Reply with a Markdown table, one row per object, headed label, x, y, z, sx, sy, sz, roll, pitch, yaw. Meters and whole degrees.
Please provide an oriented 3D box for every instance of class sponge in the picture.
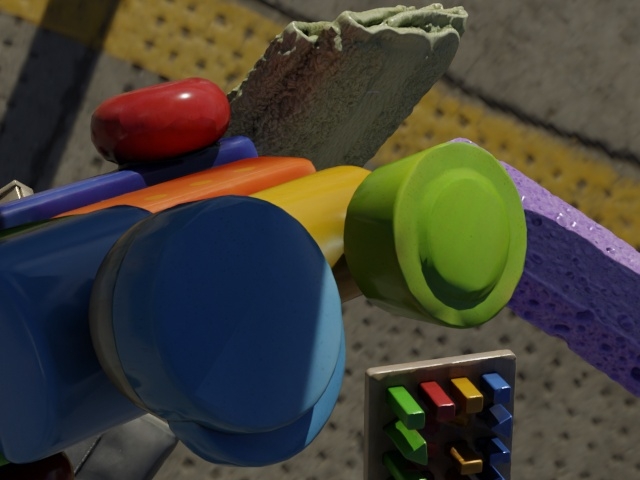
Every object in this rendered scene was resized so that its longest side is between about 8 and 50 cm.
| label | x | y | z | sx | sy | sz | roll | pitch | yaw |
| --- | --- | --- | --- | --- | --- | --- | --- | --- | --- |
| sponge | 0.140 | 0.011 | 1.073 | 0.210 | 0.031 | 0.117 | 34 | 31 | 19 |

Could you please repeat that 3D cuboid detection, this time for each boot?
| label | x | y | z | sx | sy | sz | roll | pitch | yaw |
| --- | --- | --- | --- | --- | --- | --- | --- | --- | --- |
| boot | -0.163 | 0.215 | 1.183 | 0.190 | 0.076 | 0.208 | 36 | 74 | 17 |

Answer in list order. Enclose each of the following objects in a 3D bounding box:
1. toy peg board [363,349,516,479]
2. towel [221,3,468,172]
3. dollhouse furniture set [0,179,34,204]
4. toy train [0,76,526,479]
| label | x | y | z | sx | sy | sz | roll | pitch | yaw |
| --- | --- | --- | --- | --- | --- | --- | --- | --- | --- |
| toy peg board | 0.132 | 0.208 | 1.739 | 0.161 | 0.079 | 0.161 | -6 | 113 | -16 |
| towel | -0.013 | -0.028 | 0.602 | 0.027 | 0.148 | 0.110 | 51 | 28 | 14 |
| dollhouse furniture set | -0.343 | 0.047 | 1.626 | 0.161 | 0.101 | 0.182 | -32 | 59 | 16 |
| toy train | 0.000 | 0.000 | 0.478 | 0.248 | 0.143 | 0.105 | -20 | 99 | -43 |
